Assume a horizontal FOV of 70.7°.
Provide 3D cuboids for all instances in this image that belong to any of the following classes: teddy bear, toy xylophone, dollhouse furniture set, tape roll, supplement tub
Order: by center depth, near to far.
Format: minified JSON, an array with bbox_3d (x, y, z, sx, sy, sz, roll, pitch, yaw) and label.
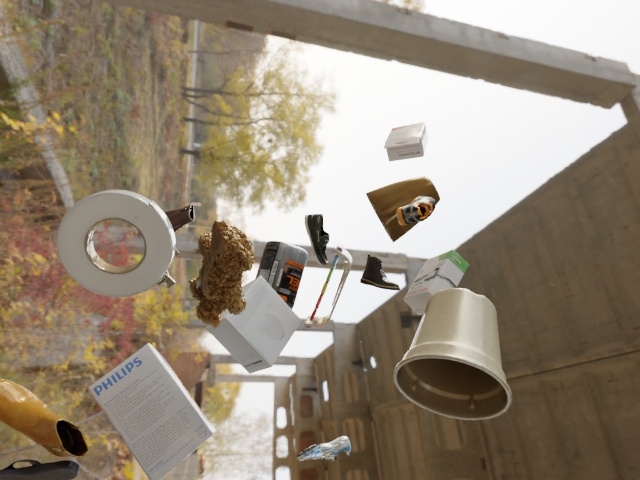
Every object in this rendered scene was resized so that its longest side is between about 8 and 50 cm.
[{"bbox_3d":[-0.268,0.093,1.234,0.245,0.113,0.338,44,-56,44],"label":"teddy bear"},{"bbox_3d":[-0.720,0.012,1.611,0.072,0.391,0.392,-122,-140,-73],"label":"tape roll"},{"bbox_3d":[0.039,0.171,1.655,0.236,0.081,0.323,16,96,-86],"label":"toy xylophone"},{"bbox_3d":[-0.659,0.117,1.972,0.182,0.161,0.101,55,-5,-33],"label":"dollhouse furniture set"},{"bbox_3d":[-0.196,0.187,2.062,0.207,0.207,0.338,153,-46,-72],"label":"supplement tub"}]

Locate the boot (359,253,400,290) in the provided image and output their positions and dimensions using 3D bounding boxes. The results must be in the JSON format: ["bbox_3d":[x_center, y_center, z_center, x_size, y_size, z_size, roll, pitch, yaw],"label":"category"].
[{"bbox_3d":[0.264,0.138,1.958,0.197,0.076,0.137,12,-93,38],"label":"boot"}]

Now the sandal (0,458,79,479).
[{"bbox_3d":[-0.822,0.664,1.296,0.055,0.254,0.097,-102,-169,-50],"label":"sandal"}]

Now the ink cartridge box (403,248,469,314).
[{"bbox_3d":[0.425,0.156,1.665,0.219,0.092,0.160,-51,-172,-30],"label":"ink cartridge box"}]

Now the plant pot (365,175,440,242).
[{"bbox_3d":[0.351,-0.154,1.860,0.237,0.254,0.237,60,5,-9],"label":"plant pot"}]

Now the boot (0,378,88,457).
[{"bbox_3d":[-0.783,0.495,1.263,0.211,0.295,0.104,-16,-153,37],"label":"boot"}]

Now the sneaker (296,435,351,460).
[{"bbox_3d":[0.018,0.904,1.924,0.085,0.237,0.086,109,-31,-64],"label":"sneaker"}]

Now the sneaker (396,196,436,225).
[{"bbox_3d":[0.345,-0.102,1.533,0.083,0.214,0.084,-15,-81,43],"label":"sneaker"}]

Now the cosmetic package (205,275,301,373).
[{"bbox_3d":[-0.223,0.286,1.541,0.138,0.225,0.224,-28,-164,41],"label":"cosmetic package"}]

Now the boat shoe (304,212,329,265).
[{"bbox_3d":[0.000,0.000,1.791,0.084,0.079,0.233,-79,157,-61],"label":"boat shoe"}]

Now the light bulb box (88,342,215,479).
[{"bbox_3d":[-0.555,0.586,1.547,0.361,0.225,0.358,49,-23,10],"label":"light bulb box"}]

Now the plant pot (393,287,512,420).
[{"bbox_3d":[0.424,0.331,1.404,0.334,0.333,0.306,114,1,-48],"label":"plant pot"}]

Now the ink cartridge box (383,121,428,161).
[{"bbox_3d":[0.275,-0.310,1.443,0.198,0.115,0.067,-60,139,-54],"label":"ink cartridge box"}]

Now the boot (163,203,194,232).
[{"bbox_3d":[-0.606,-0.091,1.845,0.090,0.206,0.248,61,2,-34],"label":"boot"}]
